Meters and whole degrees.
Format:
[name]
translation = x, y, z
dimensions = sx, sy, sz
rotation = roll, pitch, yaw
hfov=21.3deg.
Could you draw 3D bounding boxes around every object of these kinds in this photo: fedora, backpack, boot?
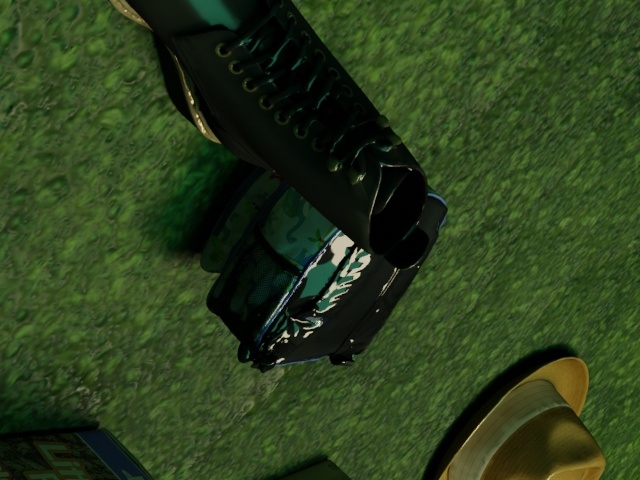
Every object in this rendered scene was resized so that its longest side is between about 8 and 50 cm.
[fedora]
translation = 0.170, 0.181, 1.359
dimensions = 0.194, 0.079, 0.194
rotation = -34, 148, -24
[backpack]
translation = 0.000, 0.000, 0.884
dimensions = 0.105, 0.084, 0.114
rotation = 2, 130, -56
[boot]
translation = -0.015, -0.077, 0.710
dimensions = 0.077, 0.137, 0.198
rotation = -45, 151, -7

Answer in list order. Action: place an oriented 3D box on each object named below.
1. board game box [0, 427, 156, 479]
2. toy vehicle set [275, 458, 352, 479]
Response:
[board game box]
translation = -0.209, 0.228, 0.819
dimensions = 0.291, 0.141, 0.232
rotation = 4, 123, -56
[toy vehicle set]
translation = -0.080, 0.278, 1.176
dimensions = 0.166, 0.035, 0.267
rotation = -17, 139, -44
